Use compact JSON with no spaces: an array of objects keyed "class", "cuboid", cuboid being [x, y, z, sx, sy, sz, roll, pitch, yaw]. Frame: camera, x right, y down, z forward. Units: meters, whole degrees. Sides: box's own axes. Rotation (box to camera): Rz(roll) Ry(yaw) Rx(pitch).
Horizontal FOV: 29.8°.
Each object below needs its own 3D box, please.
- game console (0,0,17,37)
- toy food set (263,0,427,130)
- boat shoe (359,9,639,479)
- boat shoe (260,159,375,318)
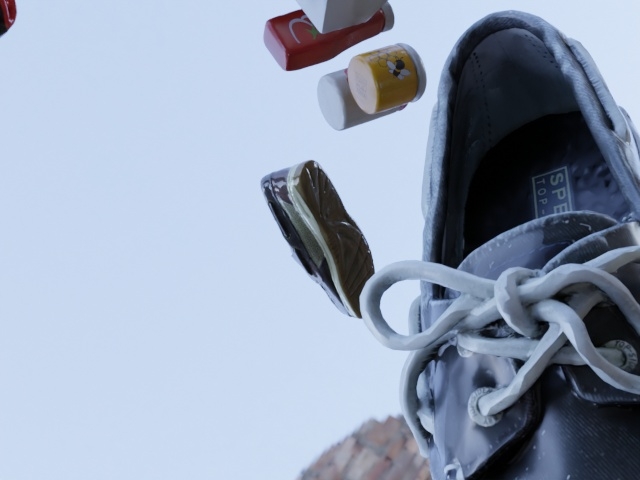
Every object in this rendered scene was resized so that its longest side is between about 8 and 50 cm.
[{"class":"game console","cuboid":[-0.455,-0.240,0.841,0.386,0.060,0.342,-17,-54,8]},{"class":"toy food set","cuboid":[0.023,-0.172,0.840,0.104,0.232,0.111,-20,-33,-22]},{"class":"boat shoe","cuboid":[0.077,0.035,0.375,0.105,0.113,0.306,54,-149,-36]},{"class":"boat shoe","cuboid":[0.000,0.000,0.949,0.056,0.049,0.152,-59,-44,-42]}]
